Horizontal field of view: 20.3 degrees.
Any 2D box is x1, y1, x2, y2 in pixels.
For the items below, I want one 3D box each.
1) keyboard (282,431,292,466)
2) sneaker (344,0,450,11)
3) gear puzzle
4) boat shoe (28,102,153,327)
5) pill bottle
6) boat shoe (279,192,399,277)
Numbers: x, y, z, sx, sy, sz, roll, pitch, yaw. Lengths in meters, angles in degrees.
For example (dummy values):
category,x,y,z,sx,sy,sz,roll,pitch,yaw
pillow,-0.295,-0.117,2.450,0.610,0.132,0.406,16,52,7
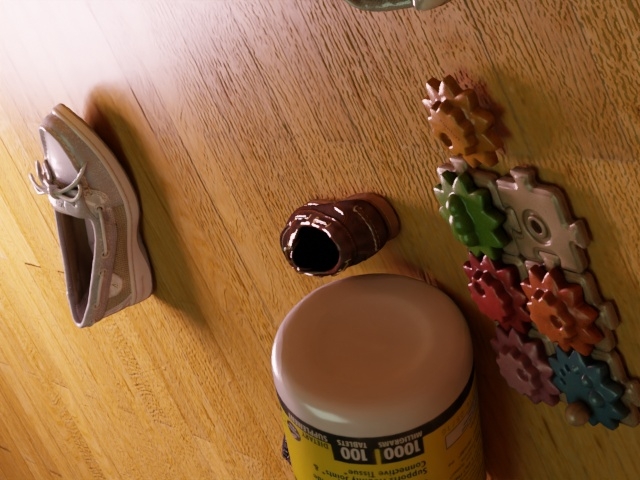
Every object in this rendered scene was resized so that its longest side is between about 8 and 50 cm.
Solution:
category,x,y,z,sx,sy,sz,roll,pitch,yaw
keyboard,-0.008,0.249,2.127,0.108,0.023,0.180,46,155,20
sneaker,0.036,-0.226,1.327,0.292,0.118,0.110,18,138,56
gear puzzle,0.159,0.015,1.492,0.175,0.044,0.339,17,136,54
boat shoe,-0.289,-0.025,2.193,0.118,0.103,0.320,37,150,35
pill bottle,0.065,0.208,1.736,0.188,0.188,0.334,35,149,38
boat shoe,0.000,0.000,1.735,0.073,0.073,0.207,56,157,-4
